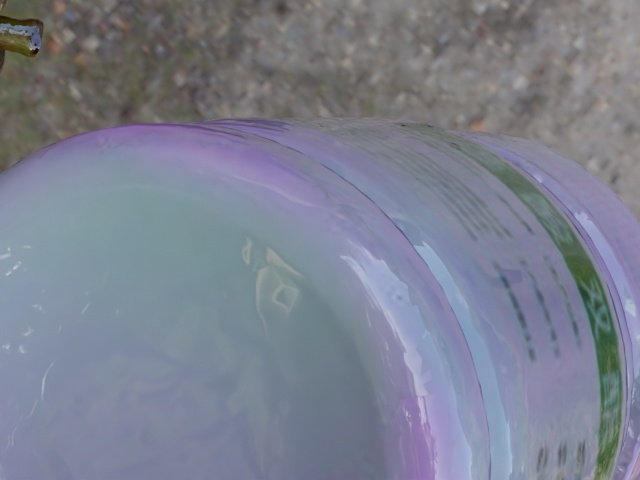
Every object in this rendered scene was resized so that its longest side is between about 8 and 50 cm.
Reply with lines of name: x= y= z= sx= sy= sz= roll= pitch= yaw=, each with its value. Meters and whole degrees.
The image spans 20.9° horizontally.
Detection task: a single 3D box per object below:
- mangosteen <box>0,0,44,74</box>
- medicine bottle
mangosteen: x=-0.293 y=-0.159 z=1.212 sx=0.199 sy=0.200 sz=0.200 roll=-23 pitch=137 yaw=-24
medicine bottle: x=0.009 y=0.058 z=0.670 sx=0.212 sy=0.212 sz=0.325 roll=-57 pitch=162 yaw=15
